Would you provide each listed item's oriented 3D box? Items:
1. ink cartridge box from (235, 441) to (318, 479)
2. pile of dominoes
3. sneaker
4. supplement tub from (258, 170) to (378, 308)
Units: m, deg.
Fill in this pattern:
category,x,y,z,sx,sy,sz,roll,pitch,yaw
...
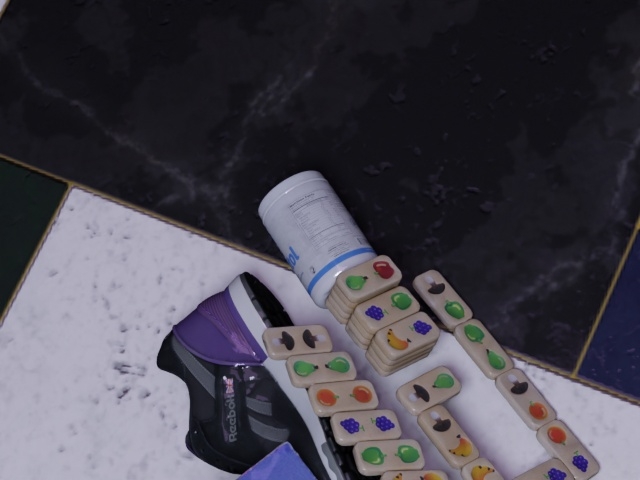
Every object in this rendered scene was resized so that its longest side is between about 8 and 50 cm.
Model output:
category,x,y,z,sx,sy,sz,roll,pitch,yaw
ink cartridge box,-0.043,0.373,1.515,0.324,0.071,0.330,-38,87,-16
pile of dominoes,0.094,0.125,1.653,0.196,0.040,0.251,-23,63,-35
sneaker,-0.042,0.174,1.693,0.124,0.107,0.283,-35,61,9
supplement tub,0.000,0.000,1.754,0.071,0.071,0.107,-33,66,-3
